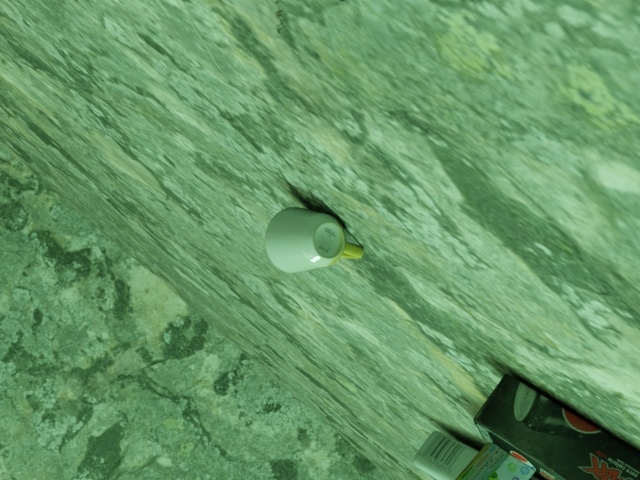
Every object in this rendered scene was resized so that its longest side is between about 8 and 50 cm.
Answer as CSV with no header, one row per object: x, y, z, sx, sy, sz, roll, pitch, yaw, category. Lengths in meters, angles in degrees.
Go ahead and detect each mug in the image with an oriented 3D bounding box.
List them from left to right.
-0.003,-0.003,0.997,0.064,0.078,0.062,0,107,59,mug

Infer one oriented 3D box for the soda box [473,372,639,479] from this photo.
0.225,0.192,0.985,0.169,0.060,0.053,30,167,34,soda box

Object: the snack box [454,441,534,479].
0.198,0.257,1.214,0.037,0.100,0.141,42,169,3,snack box

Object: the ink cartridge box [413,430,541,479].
0.321,0.403,1.478,0.330,0.071,0.324,39,169,-17,ink cartridge box
